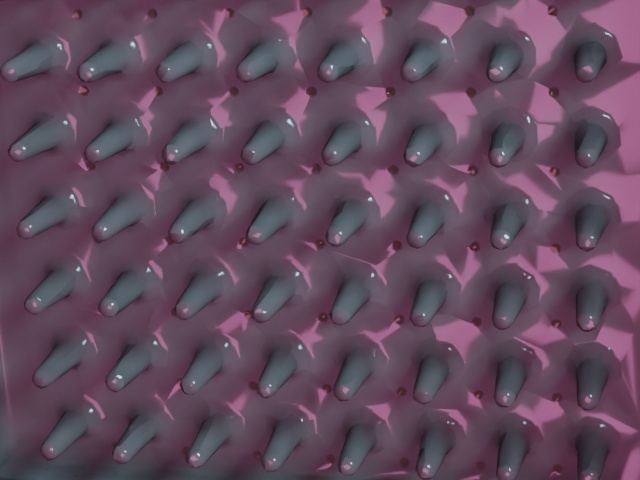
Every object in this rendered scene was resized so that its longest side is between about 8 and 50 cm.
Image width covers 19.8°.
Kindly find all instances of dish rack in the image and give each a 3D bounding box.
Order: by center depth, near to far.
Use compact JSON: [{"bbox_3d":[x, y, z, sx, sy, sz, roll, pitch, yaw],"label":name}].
[{"bbox_3d":[0.000,0.000,0.556,0.285,0.072,0.333,1,108,14],"label":"dish rack"}]
